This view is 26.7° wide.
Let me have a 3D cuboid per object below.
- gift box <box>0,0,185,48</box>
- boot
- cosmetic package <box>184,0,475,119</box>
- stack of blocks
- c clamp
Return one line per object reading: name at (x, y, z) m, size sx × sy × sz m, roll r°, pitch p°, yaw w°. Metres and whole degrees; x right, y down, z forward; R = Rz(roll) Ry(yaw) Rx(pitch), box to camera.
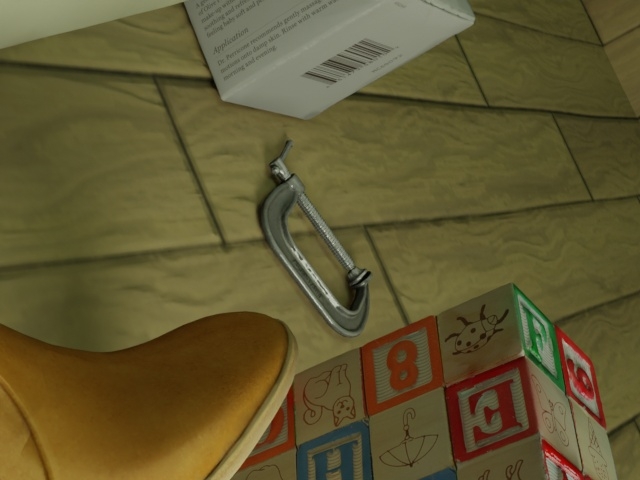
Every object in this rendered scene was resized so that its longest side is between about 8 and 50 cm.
gift box at (-0.186, -0.218, 0.652) m, size 0.258 × 0.276 × 0.255 m, roll -23°, pitch 60°, yaw -42°
boot at (-0.150, 0.044, 0.519) m, size 0.295 × 0.104 × 0.211 m, roll -40°, pitch 110°, yaw -35°
cosmetic package at (-0.038, -0.315, 1.173) m, size 0.155 × 0.197 × 0.365 m, roll 4°, pitch 63°, yaw -60°
stack of blocks at (-0.003, 0.162, 0.662) m, size 0.087 × 0.297 × 0.171 m, roll 41°, pitch 33°, yaw -40°
c clamp at (0.000, 0.000, 1.135) m, size 0.160 × 0.022 × 0.137 m, roll 57°, pitch 26°, yaw -10°
